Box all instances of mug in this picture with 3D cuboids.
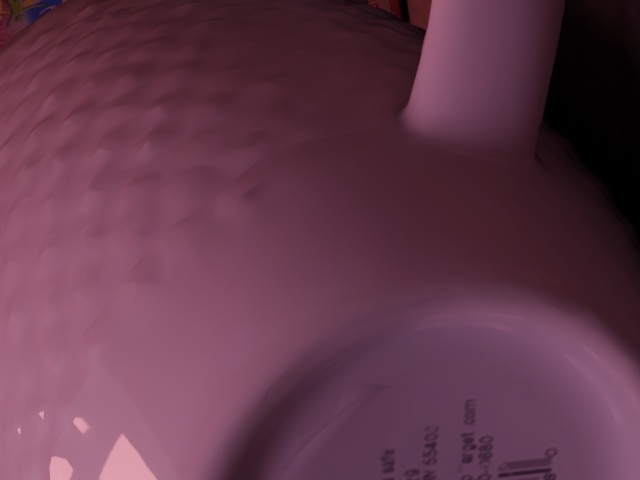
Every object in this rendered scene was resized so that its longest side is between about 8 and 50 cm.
[{"bbox_3d":[0.000,0.000,0.582,0.328,0.276,0.374,-138,60,-66],"label":"mug"}]

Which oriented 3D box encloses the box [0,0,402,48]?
[{"bbox_3d":[-0.106,-0.087,0.885,0.142,0.299,0.154,-115,10,-45],"label":"box"}]
